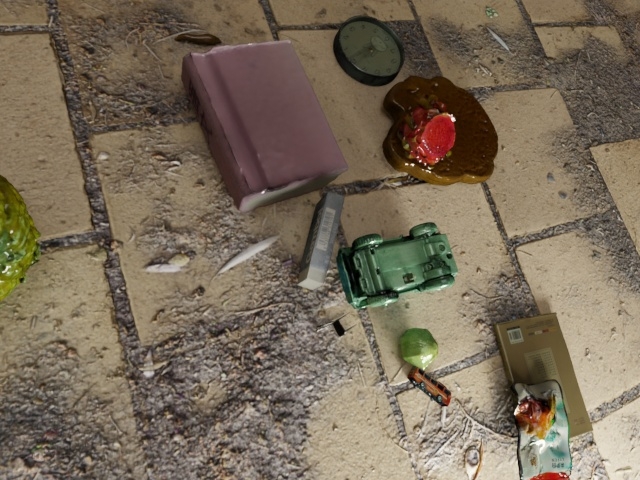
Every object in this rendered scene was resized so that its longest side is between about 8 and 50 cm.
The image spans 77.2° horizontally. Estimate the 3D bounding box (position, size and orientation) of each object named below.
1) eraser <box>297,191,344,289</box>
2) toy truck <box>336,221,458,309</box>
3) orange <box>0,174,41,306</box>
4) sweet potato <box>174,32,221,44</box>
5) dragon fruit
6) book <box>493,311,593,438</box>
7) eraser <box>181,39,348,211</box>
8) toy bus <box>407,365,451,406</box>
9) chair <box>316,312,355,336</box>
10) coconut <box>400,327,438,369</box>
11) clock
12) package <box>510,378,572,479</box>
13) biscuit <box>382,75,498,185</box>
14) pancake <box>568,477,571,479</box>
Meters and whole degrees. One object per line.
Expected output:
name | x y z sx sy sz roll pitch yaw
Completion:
eraser | 0.000 0.000 0.912 0.046 0.092 0.212 19 69 -13
toy truck | 0.177 0.061 0.919 0.279 0.156 0.155 -11 77 -21
orange | -0.581 0.015 0.589 0.223 0.300 0.301 25 45 8
sweet potato | -0.304 -0.504 0.999 0.115 0.026 0.026 -5 76 -22
dragon fruit | 0.270 -0.288 1.009 0.133 0.150 0.207 29 56 -42
book | 0.577 0.356 1.041 0.217 0.021 0.310 -5 75 -21
eraser | -0.130 -0.272 0.939 0.272 0.122 0.359 -21 83 -25
toy bus | 0.254 0.338 0.930 0.110 0.031 0.043 39 59 -4
chair | 0.036 0.196 0.895 0.086 0.037 0.042 -17 69 -27
coconut | 0.227 0.248 0.921 0.088 0.088 0.096 -4 70 -20
clock | 0.143 -0.550 1.158 0.215 0.042 0.215 5 73 -18
package | 0.536 0.455 0.965 0.166 0.040 0.232 8 73 -17
biscuit | 0.329 -0.303 1.131 0.381 0.074 0.359 -24 81 -21
pancake | 0.524 0.627 0.941 0.190 0.020 0.184 32 67 -9
